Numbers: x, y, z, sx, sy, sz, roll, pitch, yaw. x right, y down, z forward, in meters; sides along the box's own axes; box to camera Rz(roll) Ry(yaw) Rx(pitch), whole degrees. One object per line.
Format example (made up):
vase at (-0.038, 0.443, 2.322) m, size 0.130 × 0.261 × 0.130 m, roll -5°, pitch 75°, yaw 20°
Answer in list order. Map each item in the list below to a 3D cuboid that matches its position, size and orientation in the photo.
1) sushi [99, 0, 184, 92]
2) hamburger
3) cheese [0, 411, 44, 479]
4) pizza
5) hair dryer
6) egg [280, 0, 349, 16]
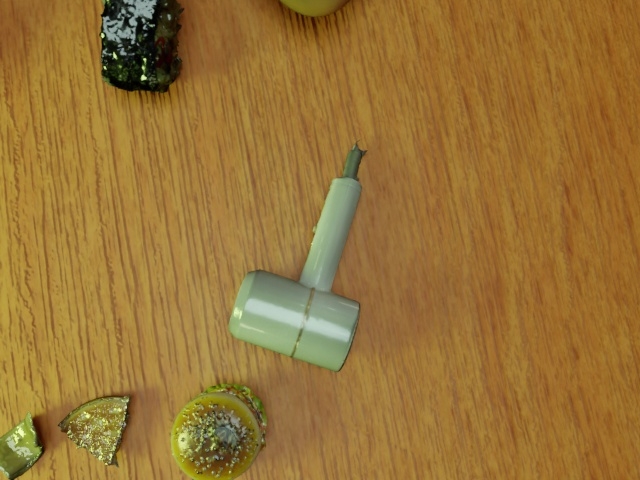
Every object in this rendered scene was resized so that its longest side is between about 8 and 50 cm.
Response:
sushi at (-0.266, -0.331, 0.843) m, size 0.115 × 0.147 × 0.212 m, roll 2°, pitch 99°, yaw -11°
hamburger at (-0.140, 0.270, 0.787) m, size 0.141 × 0.081 × 0.126 m, roll -28°, pitch 85°, yaw -8°
cheese at (-0.412, 0.281, 0.780) m, size 0.060 × 0.041 × 0.084 m, roll 45°, pitch 96°, yaw 9°
pizza at (-0.323, 0.264, 0.801) m, size 0.099 × 0.029 × 0.100 m, roll 8°, pitch 79°, yaw 4°
hair dryer at (0.000, 0.000, 0.847) m, size 0.173 × 0.107 × 0.357 m, roll 20°, pitch 71°, yaw -3°
egg at (-0.012, -0.462, 0.847) m, size 0.201 × 0.201 × 0.244 m, roll -3°, pitch 84°, yaw -6°
